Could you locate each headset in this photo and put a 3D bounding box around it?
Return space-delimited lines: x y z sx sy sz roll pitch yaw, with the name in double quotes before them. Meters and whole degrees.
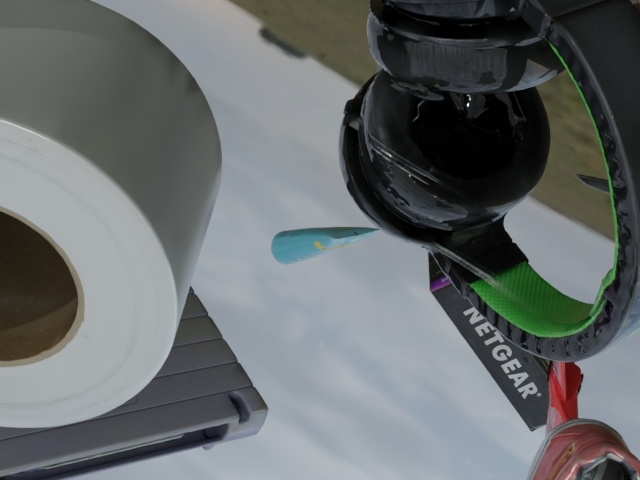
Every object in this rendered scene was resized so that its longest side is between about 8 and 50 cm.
"headset" 0.058 -0.096 0.688 0.185 0.243 0.394 -20 -124 -20

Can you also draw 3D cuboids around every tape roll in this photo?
"tape roll" -0.197 -0.020 0.745 0.246 0.246 0.169 29 -147 -14

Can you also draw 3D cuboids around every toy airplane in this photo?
"toy airplane" 0.183 0.125 0.852 0.028 0.151 0.151 4 -176 11

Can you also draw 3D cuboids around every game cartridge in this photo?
"game cartridge" -0.258 0.144 1.192 0.355 0.068 0.230 -7 -138 -36

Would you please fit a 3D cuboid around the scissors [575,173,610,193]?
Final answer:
"scissors" 0.366 -0.016 0.940 0.297 0.109 0.021 34 -179 19

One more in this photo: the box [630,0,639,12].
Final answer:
"box" 0.365 -0.200 1.139 0.143 0.381 0.191 -3 167 20

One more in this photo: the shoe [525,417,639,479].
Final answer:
"shoe" 0.109 0.174 0.536 0.064 0.178 0.081 17 180 5

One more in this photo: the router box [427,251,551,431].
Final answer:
"router box" 0.156 0.060 1.001 0.179 0.046 0.133 53 -159 -25

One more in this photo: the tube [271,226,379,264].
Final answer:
"tube" 0.000 0.000 1.626 0.080 0.052 0.207 -17 -177 -31
